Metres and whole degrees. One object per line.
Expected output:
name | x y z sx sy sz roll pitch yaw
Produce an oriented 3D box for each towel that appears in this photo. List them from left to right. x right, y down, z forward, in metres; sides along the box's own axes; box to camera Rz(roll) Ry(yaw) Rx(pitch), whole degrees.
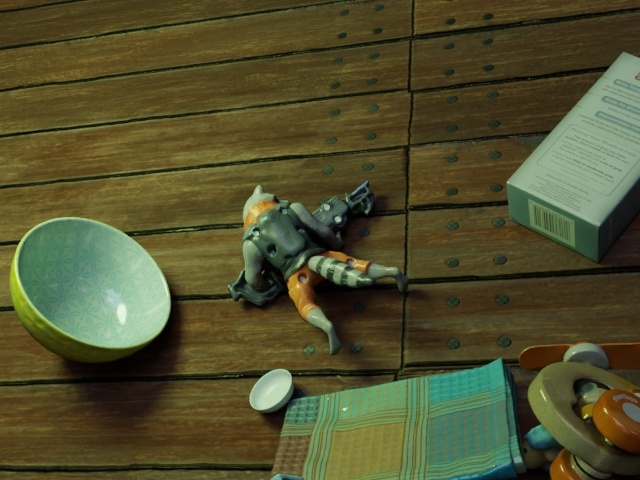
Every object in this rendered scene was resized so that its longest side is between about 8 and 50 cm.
towel | 0.108 0.285 1.278 0.369 0.040 0.271 -13 21 12

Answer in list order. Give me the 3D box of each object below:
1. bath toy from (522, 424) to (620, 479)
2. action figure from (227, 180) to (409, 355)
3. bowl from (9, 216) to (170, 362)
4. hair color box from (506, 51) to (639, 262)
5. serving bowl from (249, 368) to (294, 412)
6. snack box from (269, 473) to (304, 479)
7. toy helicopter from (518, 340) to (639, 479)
bath toy | 0.366 0.414 1.131 0.151 0.129 0.348 -18 51 2
action figure | 0.000 0.000 1.540 0.330 0.179 0.341 36 72 25
bowl | -0.434 0.117 1.566 0.156 0.289 0.290 -49 39 34
hair color box | 0.517 -0.156 1.541 0.185 0.114 0.374 31 68 33
serving bowl | -0.076 0.256 1.445 0.083 0.027 0.083 -26 31 18
snack box | -0.045 0.487 1.095 0.187 0.060 0.322 -42 53 20
toy helicopter | 0.431 0.223 1.193 0.354 0.140 0.235 4 35 -29
